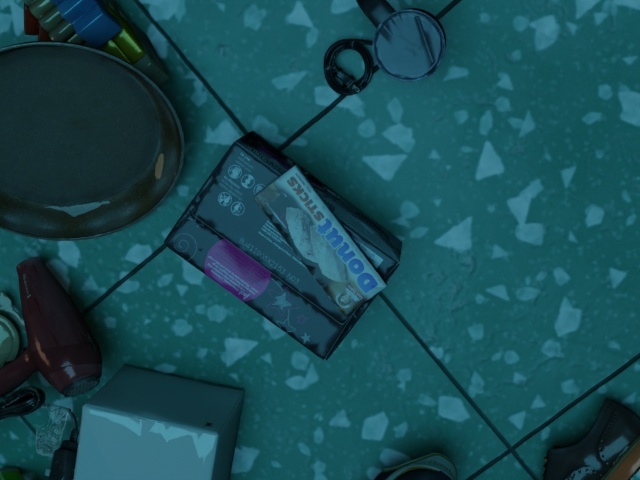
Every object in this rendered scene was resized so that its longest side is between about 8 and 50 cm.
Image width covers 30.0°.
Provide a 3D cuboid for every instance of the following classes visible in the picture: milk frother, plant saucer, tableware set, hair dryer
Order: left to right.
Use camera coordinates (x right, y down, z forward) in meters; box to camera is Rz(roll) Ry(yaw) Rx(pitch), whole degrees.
[{"bbox_3d":[-0.485,0.095,1.614,0.128,0.039,0.194,-38,101,0],"label":"tableware set"},{"bbox_3d":[-0.390,0.166,1.553,0.224,0.080,0.293,10,84,16],"label":"hair dryer"},{"bbox_3d":[-0.324,-0.127,1.482,0.311,0.050,0.310,-3,133,-3],"label":"plant saucer"},{"bbox_3d":[0.074,-0.222,1.438,0.129,0.135,0.143,31,103,0],"label":"milk frother"}]

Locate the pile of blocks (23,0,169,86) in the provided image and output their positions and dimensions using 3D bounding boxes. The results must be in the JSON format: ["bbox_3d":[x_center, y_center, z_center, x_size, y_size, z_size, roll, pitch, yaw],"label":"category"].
[{"bbox_3d":[-0.344,-0.307,1.461,0.113,0.149,0.362,-38,95,11],"label":"pile of blocks"}]

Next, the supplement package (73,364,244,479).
[{"bbox_3d":[-0.218,0.338,1.560,0.178,0.175,0.292,12,103,6],"label":"supplement package"}]

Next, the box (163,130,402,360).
[{"bbox_3d":[-0.040,0.001,1.492,0.247,0.142,0.163,36,101,-3],"label":"box"}]

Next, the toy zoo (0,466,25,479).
[{"bbox_3d":[-0.376,0.439,1.555,0.030,0.293,0.192,-1,104,-28],"label":"toy zoo"}]

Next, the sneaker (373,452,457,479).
[{"bbox_3d":[0.079,0.397,1.576,0.126,0.127,0.321,41,127,-3],"label":"sneaker"}]

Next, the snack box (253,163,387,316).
[{"bbox_3d":[0.000,0.000,1.404,0.064,0.022,0.178,-37,95,8],"label":"snack box"}]

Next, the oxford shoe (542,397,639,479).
[{"bbox_3d":[0.319,0.322,1.552,0.098,0.097,0.271,44,99,17],"label":"oxford shoe"}]
